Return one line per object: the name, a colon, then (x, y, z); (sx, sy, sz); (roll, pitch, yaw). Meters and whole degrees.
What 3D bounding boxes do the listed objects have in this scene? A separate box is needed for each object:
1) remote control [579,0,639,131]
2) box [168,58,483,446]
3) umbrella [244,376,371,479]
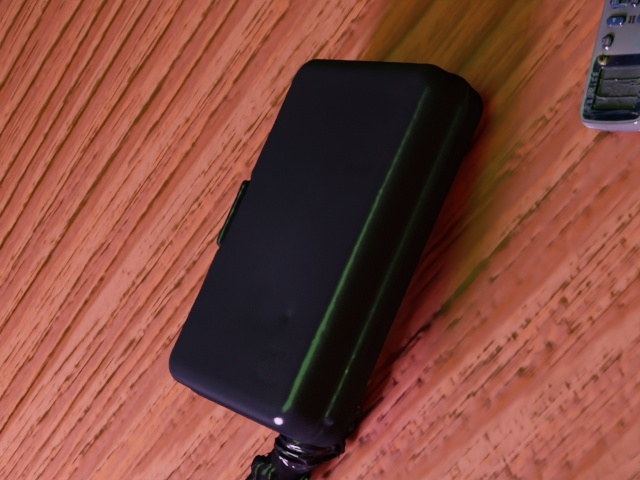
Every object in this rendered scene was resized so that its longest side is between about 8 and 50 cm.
remote control: (0.165, -0.116, 0.707); (0.053, 0.018, 0.124); (11, 86, 56)
box: (0.000, 0.000, 0.836); (0.160, 0.050, 0.230); (13, 78, 56)
umbrella: (-0.014, 0.132, 0.846); (0.144, 0.040, 0.037); (-54, 24, 22)
